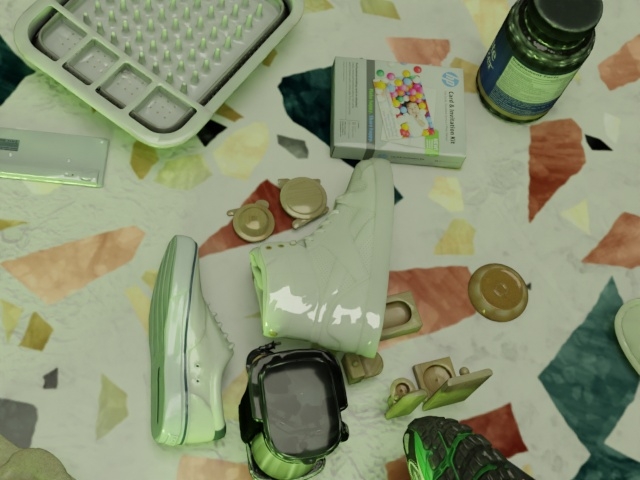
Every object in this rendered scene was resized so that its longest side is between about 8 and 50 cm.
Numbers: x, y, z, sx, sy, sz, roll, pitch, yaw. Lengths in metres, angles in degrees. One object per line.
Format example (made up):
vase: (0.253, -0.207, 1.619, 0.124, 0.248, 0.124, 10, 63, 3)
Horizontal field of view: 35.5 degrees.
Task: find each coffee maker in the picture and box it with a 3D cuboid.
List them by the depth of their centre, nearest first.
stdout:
coffee maker: (-0.044, 0.184, 1.143, 0.120, 0.178, 0.171, -29, 75, -20)

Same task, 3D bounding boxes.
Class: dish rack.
dish rack: (-0.214, -0.288, 1.373, 0.285, 0.072, 0.333, 35, 67, 7)

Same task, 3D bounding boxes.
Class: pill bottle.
pill bottle: (0.298, -0.262, 1.362, 0.123, 0.219, 0.123, 3, 67, -7)

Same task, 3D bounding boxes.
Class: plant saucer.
plant saucer: (0.238, 0.067, 1.326, 0.083, 0.015, 0.083, 3, 67, -8)

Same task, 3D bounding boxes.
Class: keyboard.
keyboard: (-0.409, -0.115, 1.304, 0.256, 0.014, 0.072, 6, 62, -7)

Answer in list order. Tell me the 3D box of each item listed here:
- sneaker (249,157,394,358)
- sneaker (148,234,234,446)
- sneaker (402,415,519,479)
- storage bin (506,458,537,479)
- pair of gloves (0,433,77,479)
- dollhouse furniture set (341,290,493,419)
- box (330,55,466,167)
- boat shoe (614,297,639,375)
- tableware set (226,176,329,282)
sneaker: (0.000, 0.000, 1.238, 0.169, 0.108, 0.292, 9, 51, -1)
sneaker: (-0.154, 0.121, 1.212, 0.091, 0.094, 0.258, 8, 70, -25)
sneaker: (0.158, 0.360, 1.094, 0.134, 0.146, 0.343, -10, 78, -50)
storage bin: (0.200, 0.305, 1.183, 0.135, 0.098, 0.091, 34, 77, 6)
pair of gloves: (-0.368, 0.328, 1.073, 0.204, 0.042, 0.240, 16, 56, 27)
dollhouse furniture set: (0.102, 0.127, 1.220, 0.144, 0.123, 0.151, -12, 70, -14)
box: (0.108, -0.179, 1.397, 0.186, 0.038, 0.145, 5, 67, -8)
boat shoe: (0.529, 0.175, 1.301, 0.319, 0.116, 0.099, 33, 23, 13)
tableware set: (-0.039, -0.004, 1.310, 0.141, 0.020, 0.168, -18, 70, -17)
